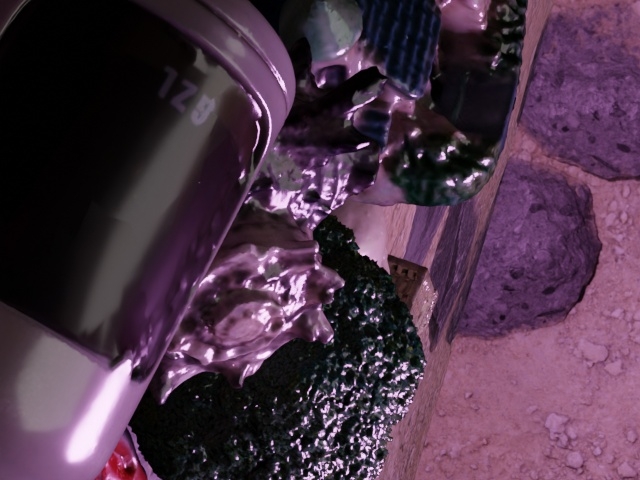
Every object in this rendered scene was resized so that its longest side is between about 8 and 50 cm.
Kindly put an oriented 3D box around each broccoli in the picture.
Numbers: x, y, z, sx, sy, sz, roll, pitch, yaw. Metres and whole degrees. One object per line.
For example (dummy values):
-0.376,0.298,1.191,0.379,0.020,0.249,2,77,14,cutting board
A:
-0.063,0.098,1.238,0.297,0.298,0.297,26,-81,63,broccoli

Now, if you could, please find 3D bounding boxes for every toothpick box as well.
-0.174,0.001,0.732,0.229,0.229,0.316,71,42,-68,toothpick box

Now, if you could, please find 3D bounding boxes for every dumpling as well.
-0.003,0.001,1.384,0.155,0.181,0.111,-80,-172,-53,dumpling

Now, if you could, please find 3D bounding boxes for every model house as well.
0.053,-0.222,1.210,0.284,0.243,0.298,77,23,-57,model house

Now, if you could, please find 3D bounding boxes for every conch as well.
-0.071,-0.009,1.016,0.313,0.241,0.186,-58,-159,-4,conch

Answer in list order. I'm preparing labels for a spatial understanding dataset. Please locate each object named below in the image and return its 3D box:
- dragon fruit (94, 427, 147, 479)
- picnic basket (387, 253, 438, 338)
-0.231,0.226,1.000,0.343,0.100,0.282,-54,158,-57,dragon fruit
0.015,0.073,1.534,0.154,0.196,0.134,64,47,-72,picnic basket
